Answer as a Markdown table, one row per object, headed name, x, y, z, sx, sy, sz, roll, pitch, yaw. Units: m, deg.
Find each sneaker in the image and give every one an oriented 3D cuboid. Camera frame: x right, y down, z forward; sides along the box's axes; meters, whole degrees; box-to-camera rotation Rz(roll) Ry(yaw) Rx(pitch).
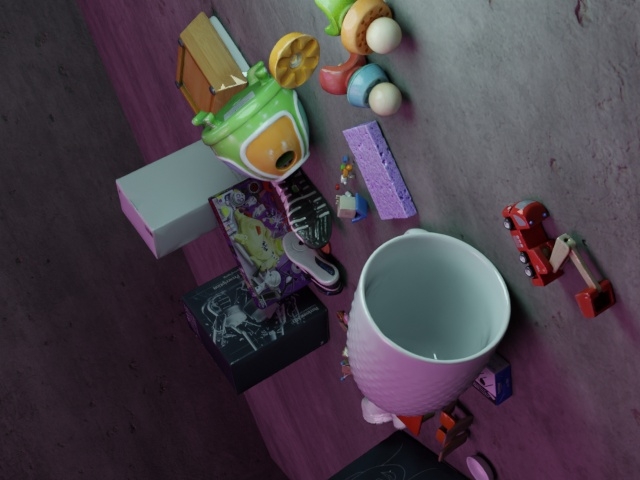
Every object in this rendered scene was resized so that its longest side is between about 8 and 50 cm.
| name | x | y | z | sx | sy | sz | roll | pitch | yaw |
| --- | --- | --- | --- | --- | --- | --- | --- | --- | --- |
| sneaker | -0.051 | -0.075 | 2.136 | 0.162 | 0.106 | 0.281 | 91 | 156 | -64 |
| sneaker | -0.023 | 0.076 | 2.259 | 0.217 | 0.079 | 0.121 | 45 | 165 | 33 |
| sneaker | 0.193 | 0.428 | 2.229 | 0.297 | 0.111 | 0.129 | -21 | 85 | 64 |

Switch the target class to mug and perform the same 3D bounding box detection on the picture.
| name | x | y | z | sx | sy | sz | roll | pitch | yaw |
| --- | --- | --- | --- | --- | --- | --- | --- | --- | --- |
| mug | 0.185 | 0.150 | 1.615 | 0.328 | 0.276 | 0.374 | 101 | 171 | -54 |

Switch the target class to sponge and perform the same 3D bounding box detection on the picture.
| name | x | y | z | sx | sy | sz | roll | pitch | yaw |
| --- | --- | --- | --- | --- | --- | --- | --- | --- | --- |
| sponge | 0.121 | -0.141 | 1.695 | 0.210 | 0.031 | 0.117 | 65 | 160 | -11 |

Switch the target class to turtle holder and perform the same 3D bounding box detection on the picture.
| name | x | y | z | sx | sy | sz | roll | pitch | yaw |
| --- | --- | --- | --- | --- | --- | --- | --- | --- | --- |
| turtle holder | -0.154 | -0.253 | 1.925 | 0.227 | 0.243 | 0.320 | 49 | 155 | -18 |

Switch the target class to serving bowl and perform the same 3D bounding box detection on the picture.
| name | x | y | z | sx | sy | sz | roll | pitch | yaw |
| --- | --- | --- | --- | --- | --- | --- | --- | --- | --- |
| serving bowl | 0.388 | 0.549 | 1.982 | 0.083 | 0.027 | 0.083 | 49 | 158 | 28 |

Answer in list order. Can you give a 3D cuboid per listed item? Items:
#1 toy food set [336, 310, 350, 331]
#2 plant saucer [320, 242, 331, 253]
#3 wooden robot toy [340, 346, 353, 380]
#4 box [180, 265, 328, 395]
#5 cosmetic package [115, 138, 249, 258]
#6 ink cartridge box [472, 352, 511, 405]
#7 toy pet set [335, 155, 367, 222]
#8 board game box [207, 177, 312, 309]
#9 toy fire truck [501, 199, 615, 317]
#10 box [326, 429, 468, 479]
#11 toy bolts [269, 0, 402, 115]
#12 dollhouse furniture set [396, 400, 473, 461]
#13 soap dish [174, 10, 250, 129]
| name | x | y | z | sx | sy | sz | roll | pitch | yaw |
| --- | --- | --- | --- | --- | --- | --- | --- | --- | --- |
| toy food set | 0.076 | 0.232 | 2.342 | 0.122 | 0.019 | 0.078 | 41 | 153 | 62 |
| plant saucer | 0.000 | 0.000 | 2.216 | 0.083 | 0.013 | 0.083 | 49 | 158 | 28 |
| wooden robot toy | 0.106 | 0.359 | 2.406 | 0.079 | 0.076 | 0.173 | 16 | 144 | 13 |
| box | -0.199 | 0.242 | 2.553 | 0.312 | 0.343 | 0.179 | 47 | 156 | 33 |
| cosmetic package | -0.360 | -0.141 | 2.360 | 0.217 | 0.385 | 0.156 | 52 | 158 | 26 |
| ink cartridge box | 0.311 | 0.246 | 1.729 | 0.207 | 0.046 | 0.097 | 40 | 151 | 46 |
| toy pet set | 0.074 | -0.108 | 1.851 | 0.122 | 0.065 | 0.114 | 105 | 168 | -59 |
| board game box | -0.149 | -0.006 | 2.289 | 0.056 | 0.208 | 0.347 | 12 | 129 | 61 |
| toy fire truck | 0.367 | 0.024 | 1.285 | 0.192 | 0.047 | 0.135 | 65 | 160 | -7 |
| box | 0.191 | 0.823 | 2.183 | 0.480 | 0.471 | 0.297 | 24 | 139 | 60 |
| toy bolts | 0.050 | -0.297 | 1.444 | 0.158 | 0.218 | 0.228 | 41 | 171 | 32 |
| dollhouse furniture set | 0.219 | 0.370 | 1.950 | 0.262 | 0.135 | 0.259 | 41 | 147 | 30 |
| soap dish | -0.289 | -0.428 | 2.192 | 0.229 | 0.118 | 0.291 | 57 | 159 | 11 |
